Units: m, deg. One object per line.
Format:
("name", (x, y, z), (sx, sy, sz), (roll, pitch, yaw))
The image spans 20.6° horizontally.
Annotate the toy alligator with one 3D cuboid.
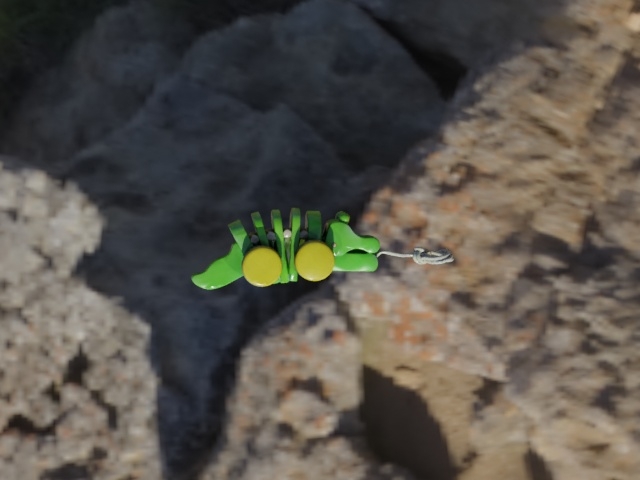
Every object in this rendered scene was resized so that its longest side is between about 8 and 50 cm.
("toy alligator", (0.000, 0.000, 1.264), (0.189, 0.056, 0.051), (-6, 96, -5))
